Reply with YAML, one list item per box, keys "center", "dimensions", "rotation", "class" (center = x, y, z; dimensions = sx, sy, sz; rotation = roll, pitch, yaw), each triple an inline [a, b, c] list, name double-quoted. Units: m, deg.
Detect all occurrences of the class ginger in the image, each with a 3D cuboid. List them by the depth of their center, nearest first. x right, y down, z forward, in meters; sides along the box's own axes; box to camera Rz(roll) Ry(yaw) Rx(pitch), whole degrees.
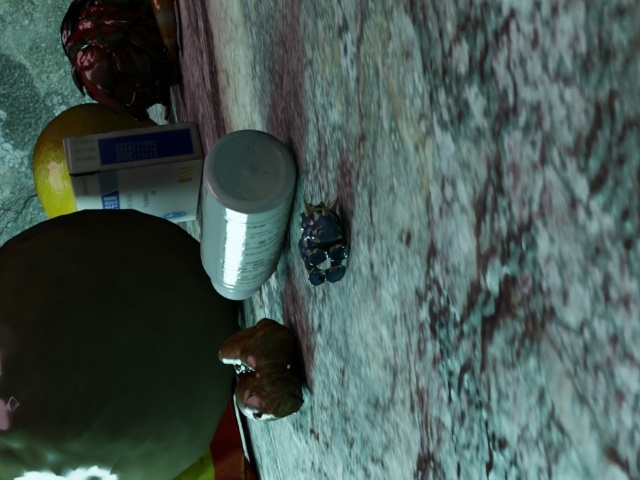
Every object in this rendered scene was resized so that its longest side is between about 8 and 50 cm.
- center: [-0.063, 0.134, 1.254]
  dimensions: [0.162, 0.073, 0.103]
  rotation: [132, 128, -78]
  class: "ginger"

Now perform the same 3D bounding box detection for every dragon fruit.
- center: [-0.313, -0.290, 1.935]
  dimensions: [0.182, 0.182, 0.189]
  rotation: [92, 165, -50]
  class: "dragon fruit"

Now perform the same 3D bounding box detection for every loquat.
- center: [-0.386, -0.109, 2.217]
  dimensions: [0.275, 0.274, 0.275]
  rotation: [170, 90, -80]
  class: "loquat"

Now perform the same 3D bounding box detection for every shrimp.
- center: [-0.237, -0.358, 1.818]
  dimensions: [0.161, 0.049, 0.166]
  rotation: [-115, 10, -49]
  class: "shrimp"

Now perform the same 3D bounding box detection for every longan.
- center: [-0.295, 0.152, 1.673]
  dimensions: [0.436, 0.404, 0.404]
  rotation: [-35, -64, -76]
  class: "longan"

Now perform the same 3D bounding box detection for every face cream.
- center: [-0.073, -0.011, 1.140]
  dimensions: [0.269, 0.082, 0.082]
  rotation: [108, 150, -67]
  class: "face cream"

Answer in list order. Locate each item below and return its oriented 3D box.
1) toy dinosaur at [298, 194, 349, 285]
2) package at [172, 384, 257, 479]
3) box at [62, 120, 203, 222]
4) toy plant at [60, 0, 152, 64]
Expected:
- center: [0.000, 0.000, 0.897]
  dimensions: [0.083, 0.030, 0.047]
  rotation: [96, 161, -55]
  class: "toy dinosaur"
- center: [-0.215, 0.306, 1.917]
  dimensions: [0.123, 0.196, 0.424]
  rotation: [89, 166, -61]
  class: "package"
- center: [-0.293, -0.092, 1.933]
  dimensions: [0.343, 0.200, 0.065]
  rotation: [119, 142, -74]
  class: "box"
- center: [-0.351, -0.352, 2.127]
  dimensions: [0.235, 0.175, 0.218]
  rotation: [9, 105, 52]
  class: "toy plant"
